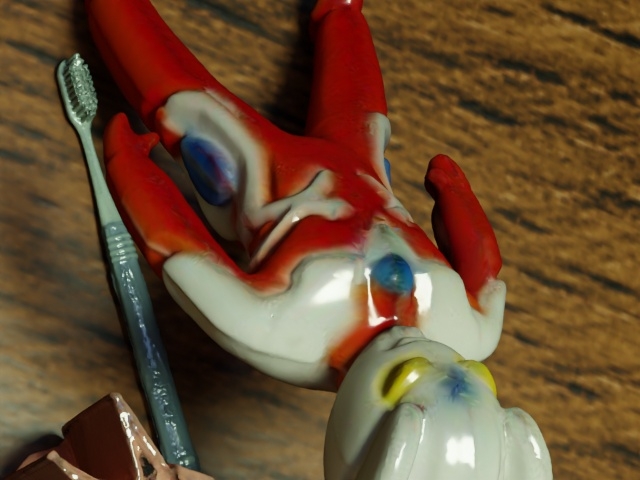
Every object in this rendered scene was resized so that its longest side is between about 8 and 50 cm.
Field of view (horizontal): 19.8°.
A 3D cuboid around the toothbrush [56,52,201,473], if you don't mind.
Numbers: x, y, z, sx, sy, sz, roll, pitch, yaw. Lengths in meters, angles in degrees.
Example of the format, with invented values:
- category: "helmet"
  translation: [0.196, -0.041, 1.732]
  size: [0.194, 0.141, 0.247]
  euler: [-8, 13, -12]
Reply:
- category: "toothbrush"
  translation: [-0.094, 0.012, 0.895]
  size: [0.016, 0.019, 0.219]
  euler: [-10, 80, -32]

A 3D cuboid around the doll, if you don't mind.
- category: "doll"
  translation: [0.000, 0.000, 0.814]
  size: [0.188, 0.099, 0.384]
  euler: [2, 44, -26]

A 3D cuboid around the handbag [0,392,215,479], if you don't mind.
- category: "handbag"
  translation: [-0.048, 0.167, 0.792]
  size: [0.059, 0.157, 0.212]
  euler: [-41, 92, -25]
